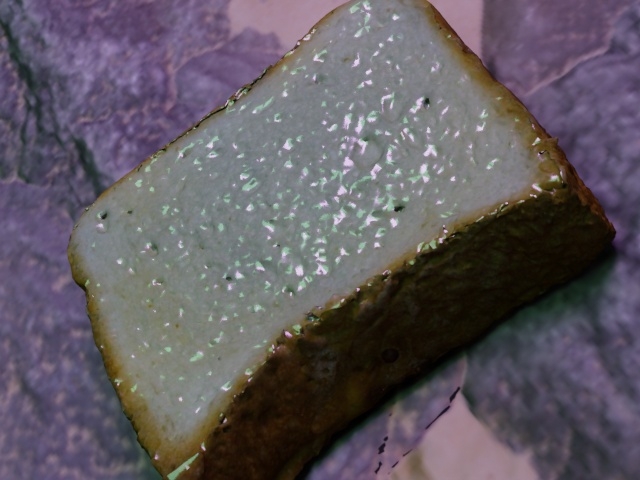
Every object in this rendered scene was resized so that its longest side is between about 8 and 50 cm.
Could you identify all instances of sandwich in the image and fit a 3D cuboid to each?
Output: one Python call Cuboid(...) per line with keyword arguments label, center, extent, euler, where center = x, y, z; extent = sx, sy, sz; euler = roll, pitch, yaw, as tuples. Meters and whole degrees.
Cuboid(label="sandwich", center=(0.000, 0.000, 0.696), extent=(0.214, 0.065, 0.186), euler=(-36, 46, 6))
